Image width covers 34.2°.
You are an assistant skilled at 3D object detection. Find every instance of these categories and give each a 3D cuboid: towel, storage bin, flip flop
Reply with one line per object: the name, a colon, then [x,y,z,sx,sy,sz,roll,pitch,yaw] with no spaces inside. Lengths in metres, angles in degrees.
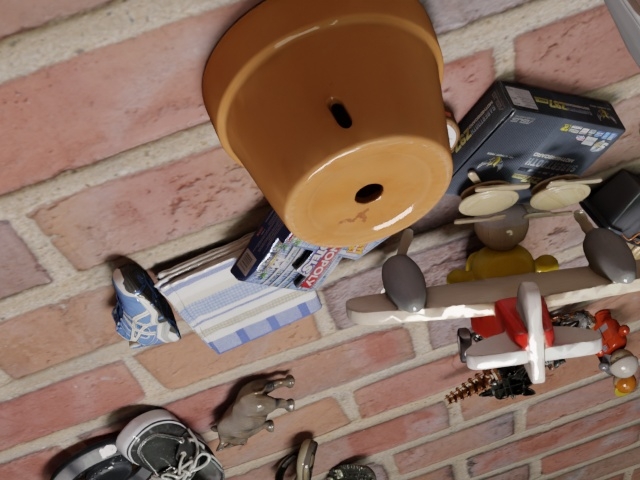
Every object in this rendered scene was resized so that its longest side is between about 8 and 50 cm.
towel: [-0.118,0.081,1.615,0.209,0.034,0.285,-23,150,1]
storage bin: [0.510,-0.053,1.709,0.135,0.098,0.091,14,124,-43]
flip flop: [-0.058,0.504,2.244,0.080,0.112,0.277,10,148,1]

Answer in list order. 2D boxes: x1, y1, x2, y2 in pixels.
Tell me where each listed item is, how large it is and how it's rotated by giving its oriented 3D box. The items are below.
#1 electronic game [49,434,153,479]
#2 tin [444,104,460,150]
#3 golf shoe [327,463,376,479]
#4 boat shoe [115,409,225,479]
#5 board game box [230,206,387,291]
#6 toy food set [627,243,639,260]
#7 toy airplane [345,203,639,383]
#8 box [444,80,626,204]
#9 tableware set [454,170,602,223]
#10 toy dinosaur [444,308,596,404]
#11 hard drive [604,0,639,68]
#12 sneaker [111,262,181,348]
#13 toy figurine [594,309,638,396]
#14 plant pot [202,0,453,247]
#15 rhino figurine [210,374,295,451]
electronic game: [-0.405,0.438,1.986,0.229,0.048,0.229,-20,147,-14]
tin: [0.118,-0.115,1.443,0.106,0.040,0.190,-1,144,-35]
golf shoe: [0.071,0.583,2.450,0.120,0.105,0.273,-17,158,-36]
boat shoe: [-0.267,0.404,1.926,0.113,0.105,0.306,-46,150,-9]
board game box: [0.000,0.000,1.493,0.194,0.060,0.194,13,119,-47]
toy food set: [0.617,0.025,1.942,0.192,0.038,0.132,4,135,-25]
toy airplane: [0.287,0.066,1.592,0.386,0.272,0.384,-7,-179,-44]
box: [0.293,-0.132,1.490,0.232,0.059,0.183,6,141,-35]
tableware set: [0.290,-0.072,1.490,0.194,0.039,0.128,-5,159,-11]
toy dinosaur: [0.391,0.243,2.051,0.322,0.164,0.218,-56,155,14]
hard drive: [0.375,-0.247,1.191,0.047,0.233,0.353,-32,147,16]
sneaker: [-0.268,0.107,1.524,0.081,0.080,0.211,-21,148,-3]
toy figurine: [0.673,0.217,2.153,0.213,0.148,0.209,-23,148,4]
plant pot: [0.028,-0.129,1.210,0.291,0.203,0.291,-15,148,-10]
rhino figurine: [-0.138,0.333,1.953,0.106,0.073,0.243,-2,146,-34]
